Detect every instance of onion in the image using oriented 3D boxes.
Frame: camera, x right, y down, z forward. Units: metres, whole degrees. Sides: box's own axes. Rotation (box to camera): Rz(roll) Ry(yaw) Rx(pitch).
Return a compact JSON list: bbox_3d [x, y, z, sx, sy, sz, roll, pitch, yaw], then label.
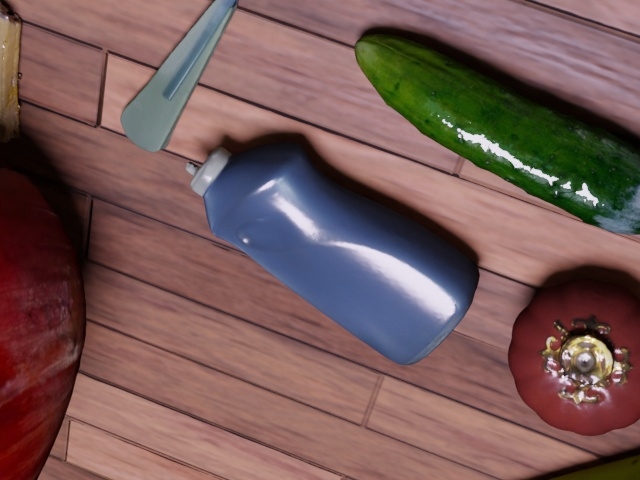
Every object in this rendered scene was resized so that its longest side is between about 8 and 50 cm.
[{"bbox_3d":[-0.325,0.086,0.703,0.341,0.341,0.341,10,126,14],"label":"onion"}]

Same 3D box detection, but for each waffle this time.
[{"bbox_3d":[-0.250,-0.137,0.703,0.092,0.021,0.135,20,128,8],"label":"waffle"}]

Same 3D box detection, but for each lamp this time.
[{"bbox_3d":[0.171,0.075,0.651,0.101,0.090,0.101,-1,86,17],"label":"lamp"}]

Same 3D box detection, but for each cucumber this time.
[{"bbox_3d":[0.128,-0.055,0.600,0.250,0.056,0.056,27,128,2],"label":"cucumber"}]

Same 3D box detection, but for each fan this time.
[{"bbox_3d":[-0.079,-0.127,0.650,0.038,0.016,0.193,37,128,-5],"label":"fan"}]

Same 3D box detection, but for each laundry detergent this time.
[{"bbox_3d":[0.000,-0.001,0.680,0.206,0.061,0.097,33,136,-3],"label":"laundry detergent"}]

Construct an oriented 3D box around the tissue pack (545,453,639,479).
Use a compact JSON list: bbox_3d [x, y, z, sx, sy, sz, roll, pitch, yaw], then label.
[{"bbox_3d":[0.232,0.265,0.689,0.274,0.200,0.167,-24,114,31],"label":"tissue pack"}]
